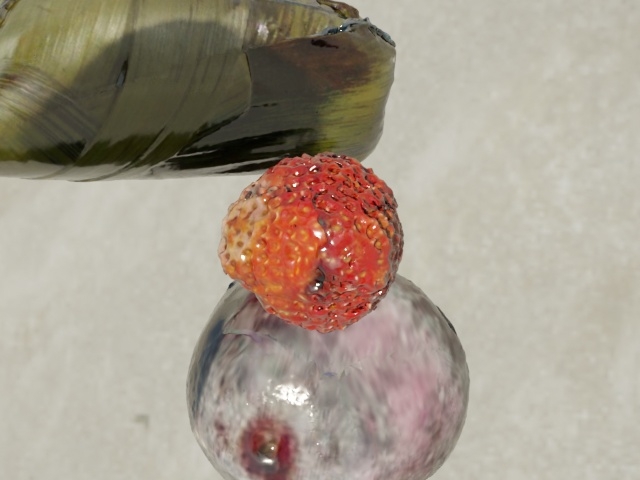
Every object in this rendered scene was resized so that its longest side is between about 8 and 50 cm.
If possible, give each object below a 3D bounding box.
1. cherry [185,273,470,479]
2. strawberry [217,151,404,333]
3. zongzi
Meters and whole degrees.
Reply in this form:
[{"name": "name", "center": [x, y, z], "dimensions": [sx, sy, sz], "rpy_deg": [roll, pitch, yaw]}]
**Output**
[{"name": "cherry", "center": [0.002, 0.102, 1.040], "dimensions": [0.195, 0.195, 0.195], "rpy_deg": [-175, 90, -68]}, {"name": "strawberry", "center": [0.000, 0.000, 0.684], "dimensions": [0.096, 0.083, 0.083], "rpy_deg": [-155, 72, -65]}, {"name": "zongzi", "center": [-0.093, -0.082, 0.955], "dimensions": [0.300, 0.286, 0.138], "rpy_deg": [-88, 12, -66]}]
